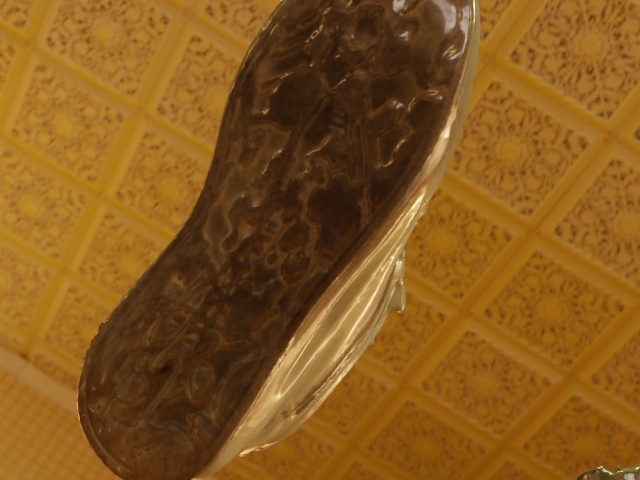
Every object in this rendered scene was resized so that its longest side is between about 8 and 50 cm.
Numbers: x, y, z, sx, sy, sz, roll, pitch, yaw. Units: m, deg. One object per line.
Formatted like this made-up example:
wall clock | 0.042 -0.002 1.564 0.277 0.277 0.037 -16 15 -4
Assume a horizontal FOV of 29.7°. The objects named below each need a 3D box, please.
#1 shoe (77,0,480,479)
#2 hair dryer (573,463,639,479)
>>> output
shoe | 0.000 0.000 0.670 0.124 0.159 0.316 34 -91 26
hair dryer | 0.140 0.191 0.449 0.088 0.225 0.219 -12 -101 24
